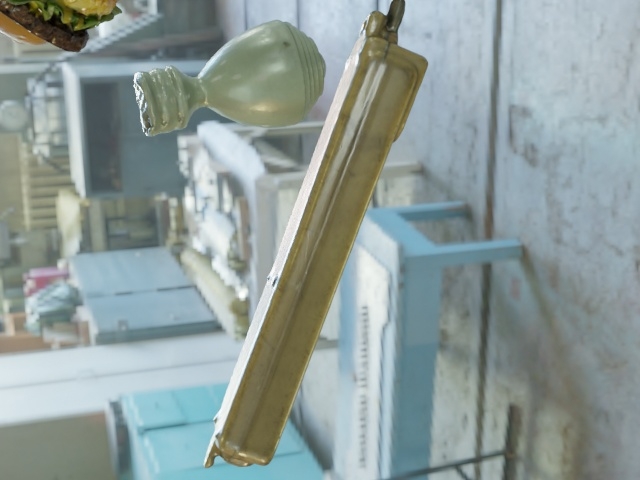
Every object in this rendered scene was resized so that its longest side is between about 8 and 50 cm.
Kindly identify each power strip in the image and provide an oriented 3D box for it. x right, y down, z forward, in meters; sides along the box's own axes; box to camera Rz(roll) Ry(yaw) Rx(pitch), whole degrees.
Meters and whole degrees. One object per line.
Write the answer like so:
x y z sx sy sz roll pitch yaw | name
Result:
0.000 0.000 0.667 0.064 0.044 0.305 -151 81 -84 | power strip

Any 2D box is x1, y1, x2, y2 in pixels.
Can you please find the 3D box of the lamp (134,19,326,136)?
-0.085 -0.154 1.084 0.106 0.193 0.106 166 90 -73 | lamp

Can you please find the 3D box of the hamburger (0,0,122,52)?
-0.167 -0.192 0.627 0.137 0.087 0.166 29 -142 -57 | hamburger
